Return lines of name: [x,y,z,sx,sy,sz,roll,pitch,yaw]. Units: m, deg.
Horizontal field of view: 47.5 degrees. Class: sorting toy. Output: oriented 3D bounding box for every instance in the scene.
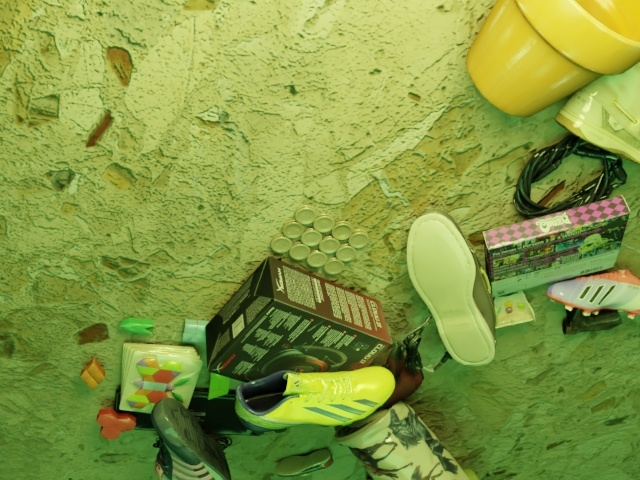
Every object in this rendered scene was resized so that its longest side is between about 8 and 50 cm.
sorting toy: [0.362,0.125,1.392,0.083,0.045,0.075,-12,125,5]

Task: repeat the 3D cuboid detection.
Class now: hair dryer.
hair dryer: [0.137,0.246,1.419,0.293,0.080,0.223,-47,141,16]

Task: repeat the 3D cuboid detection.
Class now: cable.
cable: [0.402,-0.099,1.189,0.184,0.047,0.150,-24,130,15]

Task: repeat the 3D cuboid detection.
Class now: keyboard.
keyboard: [-0.278,0.385,1.551,0.317,0.033,0.202,7,124,-12]

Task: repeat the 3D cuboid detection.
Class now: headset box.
headset box: [-0.030,0.178,1.334,0.293,0.110,0.218,23,125,-30]

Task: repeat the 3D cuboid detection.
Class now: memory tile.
memory tile: [0.000,0.000,1.251,0.148,0.012,0.113,24,125,-25]

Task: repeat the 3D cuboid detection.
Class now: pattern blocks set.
pattern blocks set: [-0.321,0.278,1.431,0.285,0.026,0.325,-2,126,-7]

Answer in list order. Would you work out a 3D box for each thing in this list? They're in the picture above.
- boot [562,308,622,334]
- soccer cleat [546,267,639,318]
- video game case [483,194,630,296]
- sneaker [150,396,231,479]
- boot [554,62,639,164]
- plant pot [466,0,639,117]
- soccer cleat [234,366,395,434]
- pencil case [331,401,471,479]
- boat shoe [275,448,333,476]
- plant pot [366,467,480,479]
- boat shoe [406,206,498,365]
boot: [0.543,0.146,1.434,0.114,0.037,0.106,-5,141,-1]
soccer cleat: [0.529,0.090,1.355,0.248,0.083,0.095,8,101,-19]
video game case: [0.400,0.017,1.258,0.232,0.042,0.210,-15,151,7]
sneaker: [-0.290,0.434,1.470,0.131,0.112,0.319,-22,134,1]
boot: [0.483,-0.219,1.056,0.262,0.095,0.203,12,117,-31]
plant pot: [0.296,-0.265,0.941,0.205,0.205,0.188,18,142,-21]
soccer cleat: [-0.011,0.270,1.285,0.289,0.093,0.121,-12,134,2]
pencil case: [0.204,0.505,1.529,0.183,0.160,0.410,-37,96,34]
boat shoe: [-0.037,0.525,1.697,0.137,0.049,0.043,-18,134,2]
plant pot: [0.273,0.671,1.748,0.253,0.276,0.276,-16,133,-9]
boat shoe: [0.239,0.072,1.284,0.116,0.097,0.324,-10,120,28]
